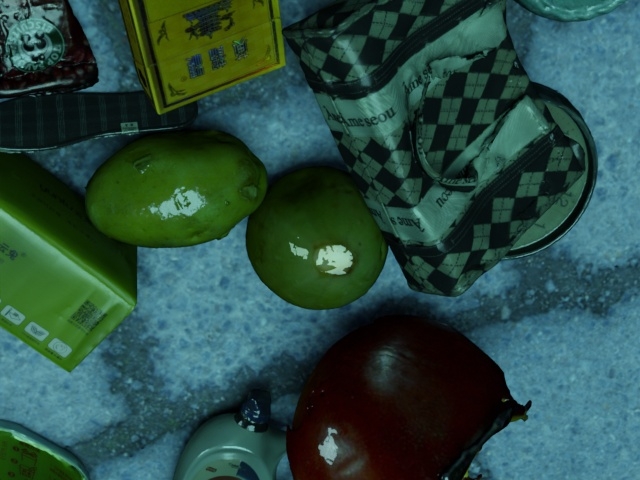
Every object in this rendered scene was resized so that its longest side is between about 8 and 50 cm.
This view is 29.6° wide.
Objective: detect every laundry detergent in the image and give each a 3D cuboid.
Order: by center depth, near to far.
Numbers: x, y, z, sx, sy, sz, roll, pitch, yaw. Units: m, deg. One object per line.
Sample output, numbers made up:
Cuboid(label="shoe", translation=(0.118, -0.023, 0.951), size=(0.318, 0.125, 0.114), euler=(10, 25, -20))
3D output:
Cuboid(label="laundry detergent", translation=(-0.118, 0.366, 1.932), size=(0.214, 0.105, 0.281), euler=(16, 109, -16))

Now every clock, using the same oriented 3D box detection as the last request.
Cuboid(label="clock", translation=(0.281, -0.099, 1.814), size=(0.280, 0.055, 0.281), euler=(-4, 115, -8))

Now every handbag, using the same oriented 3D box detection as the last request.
Cuboid(label="handbag", translation=(0.174, -0.176, 1.618), size=(0.316, 0.180, 0.416), euler=(-36, 114, -21))

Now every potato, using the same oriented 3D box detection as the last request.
Cuboid(label="potato", translation=(-0.198, -0.076, 1.666), size=(0.253, 0.186, 0.148), euler=(-15, 138, -16))

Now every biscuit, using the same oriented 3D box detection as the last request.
Cuboid(label="biscuit", translation=(-0.386, -0.299, 1.598), size=(0.151, 0.063, 0.235), euler=(-9, 118, -5))

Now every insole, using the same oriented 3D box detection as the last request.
Cuboid(label="insole", translation=(-0.320, -0.167, 1.652), size=(0.309, 0.110, 0.012), euler=(-5, 142, -12))

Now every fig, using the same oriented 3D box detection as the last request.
Cuboid(label="fig", translation=(0.004, -0.008, 1.716), size=(0.207, 0.230, 0.207), euler=(6, 73, -20))

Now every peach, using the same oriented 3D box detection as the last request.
Cuboid(label="peach", translation=(0.120, 0.313, 1.781), size=(0.353, 0.416, 0.339), euler=(7, 119, -14))

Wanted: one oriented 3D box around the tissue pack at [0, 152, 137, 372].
Cuboid(label="tissue pack", translation=(-0.401, 0.012, 1.664), size=(0.167, 0.200, 0.274), euler=(-44, 115, 13))

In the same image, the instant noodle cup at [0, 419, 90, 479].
Cuboid(label="instant noodle cup", translation=(-0.488, 0.468, 1.799), size=(0.293, 0.308, 0.294), euler=(-4, 115, -8))

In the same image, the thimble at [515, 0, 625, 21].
Cuboid(label="thimble", translation=(0.320, -0.403, 1.633), size=(0.235, 0.143, 0.198), euler=(24, 108, -17))

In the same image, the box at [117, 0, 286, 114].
Cuboid(label="box", translation=(-0.157, -0.318, 1.534), size=(0.192, 0.084, 0.301), euler=(-22, 144, -12))
